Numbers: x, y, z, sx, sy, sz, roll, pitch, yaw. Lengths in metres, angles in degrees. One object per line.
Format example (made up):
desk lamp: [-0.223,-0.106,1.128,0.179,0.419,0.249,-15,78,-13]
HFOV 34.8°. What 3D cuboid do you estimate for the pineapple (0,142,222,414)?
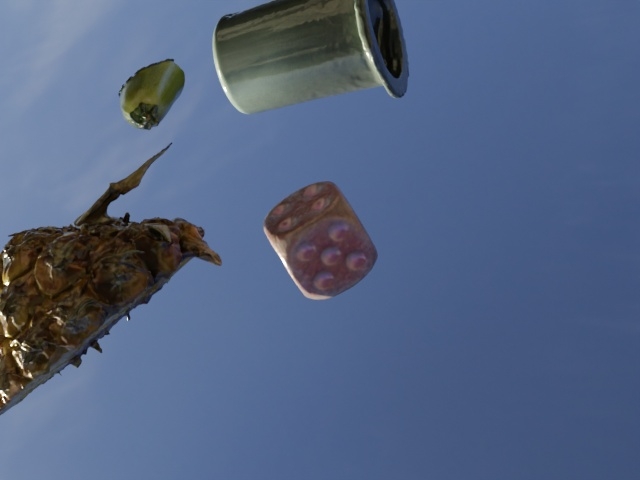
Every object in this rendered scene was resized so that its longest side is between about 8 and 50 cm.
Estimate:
pineapple: [-0.260,0.035,1.069,0.335,0.158,0.161,-33,175,-7]

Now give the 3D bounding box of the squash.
squash: [-0.247,-0.202,1.442,0.090,0.075,0.200,-28,-161,12]

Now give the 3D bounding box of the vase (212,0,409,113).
vase: [-0.018,-0.328,1.748,0.291,0.245,0.245,-12,-136,21]

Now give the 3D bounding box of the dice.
dice: [0.000,0.000,1.071,0.091,0.094,0.093,-31,-154,-1]
